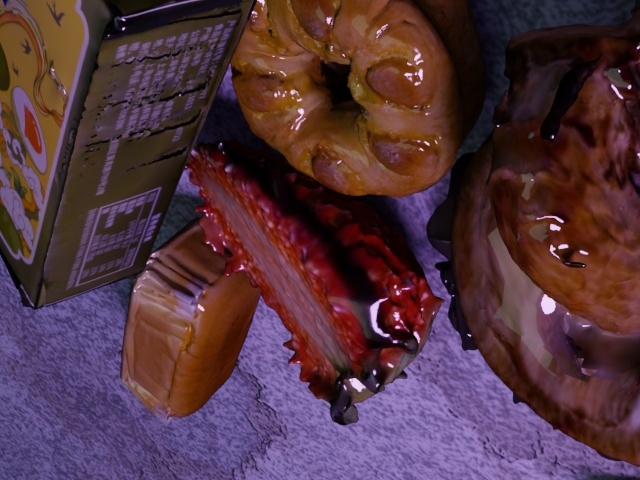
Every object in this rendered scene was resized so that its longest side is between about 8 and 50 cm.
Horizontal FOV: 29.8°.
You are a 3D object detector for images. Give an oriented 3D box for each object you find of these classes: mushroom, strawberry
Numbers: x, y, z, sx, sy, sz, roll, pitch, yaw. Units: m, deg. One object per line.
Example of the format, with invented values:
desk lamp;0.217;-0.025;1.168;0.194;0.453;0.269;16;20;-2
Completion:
mushroom;0.198;-0.011;0.722;0.263;0.195;0.283;16;143;43
strawberry;0.000;0.000;1.103;0.306;0.138;0.233;57;158;16

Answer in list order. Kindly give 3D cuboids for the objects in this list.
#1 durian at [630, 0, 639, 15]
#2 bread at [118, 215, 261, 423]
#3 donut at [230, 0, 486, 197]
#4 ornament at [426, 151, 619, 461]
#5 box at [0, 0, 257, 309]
durian;0.256;-0.137;0.738;0.187;0.108;0.119;12;127;33
bread;-0.137;0.089;1.300;0.107;0.136;0.241;35;140;13
donut;0.025;-0.139;0.953;0.227;0.114;0.226;25;138;24
ornament;0.208;0.071;0.971;0.251;0.106;0.260;13;136;21
box;-0.250;-0.199;1.044;0.373;0.138;0.420;58;146;19
